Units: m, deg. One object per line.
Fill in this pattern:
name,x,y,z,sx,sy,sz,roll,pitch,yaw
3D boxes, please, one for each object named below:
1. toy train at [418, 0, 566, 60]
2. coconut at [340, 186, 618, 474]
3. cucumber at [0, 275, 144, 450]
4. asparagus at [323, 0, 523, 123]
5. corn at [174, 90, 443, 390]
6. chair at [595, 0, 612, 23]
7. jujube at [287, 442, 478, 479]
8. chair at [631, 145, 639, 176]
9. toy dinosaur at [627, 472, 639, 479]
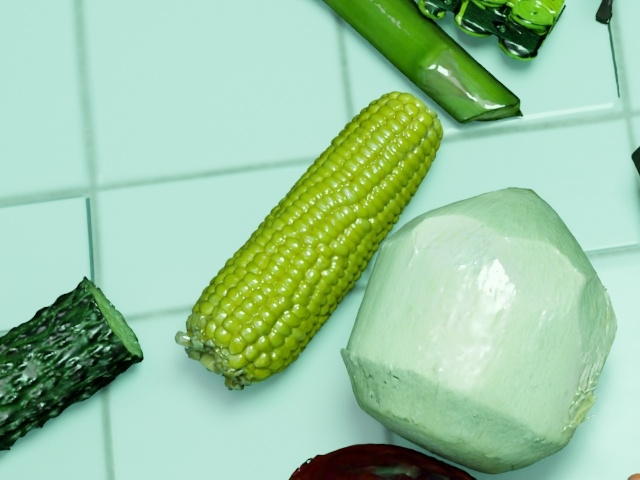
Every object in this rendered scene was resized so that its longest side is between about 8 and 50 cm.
toy train,0.099,-0.243,1.714,0.249,0.053,0.085,27,38,2
coconut,0.135,0.067,1.571,0.224,0.224,0.234,29,85,14
cucumber,-0.327,0.167,1.669,0.359,0.096,0.096,-34,73,-1
asparagus,0.070,-0.195,1.736,0.278,0.060,0.067,46,45,17
corn,0.000,0.000,1.668,0.106,0.106,0.305,37,79,15
chair,0.255,-0.333,1.726,0.113,0.106,0.229,23,79,14
jujube,0.073,0.264,1.541,0.243,0.183,0.183,22,78,24
chair,0.445,0.067,1.517,0.240,0.203,0.416,-8,71,-18
toy dinosaur,0.374,0.283,1.570,0.286,0.070,0.139,44,61,15
